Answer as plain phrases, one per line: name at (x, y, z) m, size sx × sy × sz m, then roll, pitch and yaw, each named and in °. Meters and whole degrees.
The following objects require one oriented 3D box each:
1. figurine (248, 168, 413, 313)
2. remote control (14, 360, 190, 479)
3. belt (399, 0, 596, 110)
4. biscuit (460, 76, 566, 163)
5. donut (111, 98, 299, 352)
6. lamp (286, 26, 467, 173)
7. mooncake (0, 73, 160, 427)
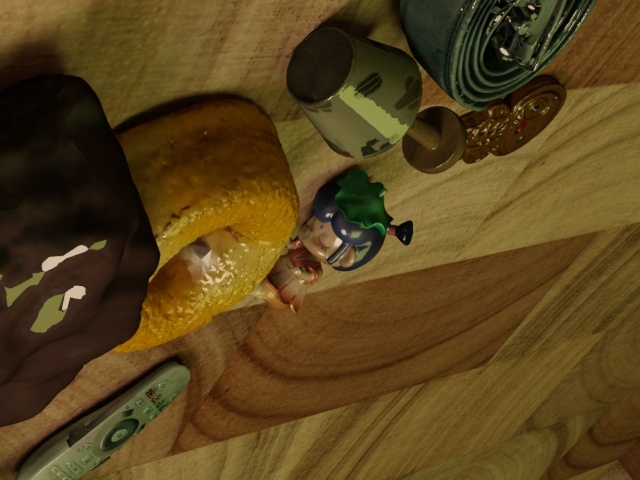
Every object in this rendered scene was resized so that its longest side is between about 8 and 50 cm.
figurine at (0.000, 0.000, 1.774) m, size 0.195 × 0.111 × 0.102 m, roll -37°, pitch 138°, yaw 11°
remote control at (-0.263, 0.228, 1.896) m, size 0.256 × 0.045 × 0.097 m, roll -35°, pitch 155°, yaw -8°
belt at (0.181, -0.236, 1.543) m, size 0.206 × 0.116 × 0.267 m, roll -30°, pitch 153°, yaw -23°
biscuit at (0.222, -0.137, 1.880) m, size 0.175 × 0.026 × 0.124 m, roll -22°, pitch 152°, yaw -27°
donut at (-0.143, -0.002, 1.559) m, size 0.303 × 0.110 × 0.303 m, roll -29°, pitch 156°, yaw -14°
lamp at (0.059, -0.131, 1.565) m, size 0.121 × 0.121 × 0.215 m, roll -43°, pitch 144°, yaw 15°
mooncake at (-0.323, 0.037, 1.301) m, size 0.381 × 0.212 × 0.350 m, roll -23°, pitch 159°, yaw -21°
